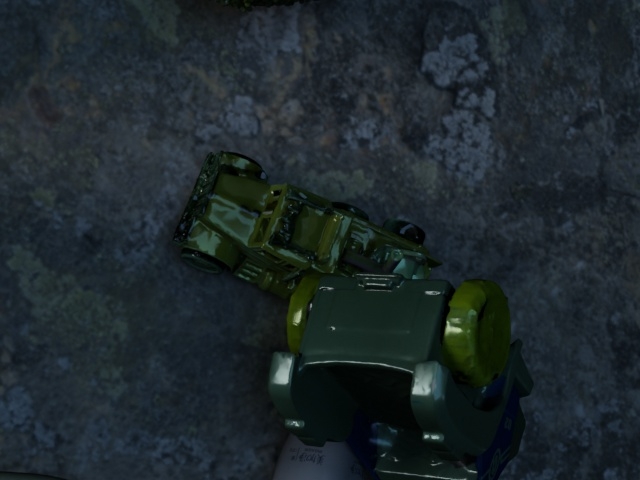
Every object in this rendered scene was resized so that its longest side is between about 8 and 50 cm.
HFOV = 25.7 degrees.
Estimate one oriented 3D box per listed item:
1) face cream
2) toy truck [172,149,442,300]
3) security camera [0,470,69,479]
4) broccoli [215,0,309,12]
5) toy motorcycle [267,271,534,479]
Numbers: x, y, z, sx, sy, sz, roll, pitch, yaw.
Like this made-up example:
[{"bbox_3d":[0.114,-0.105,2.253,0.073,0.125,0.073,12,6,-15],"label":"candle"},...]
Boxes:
[{"bbox_3d":[0.000,0.225,1.367,0.091,0.091,0.095,18,69,-16],"label":"face cream"},{"bbox_3d":[-0.004,-0.001,1.378,0.260,0.135,0.128,24,74,-11],"label":"toy truck"},{"bbox_3d":[-0.350,0.274,1.249,0.302,0.080,0.157,8,80,-15],"label":"security camera"},{"bbox_3d":[-0.041,-0.324,1.390,0.226,0.176,0.198,-41,71,9],"label":"broccoli"},{"bbox_3d":[0.100,0.170,1.317,0.326,0.191,0.199,51,49,-47],"label":"toy motorcycle"}]
